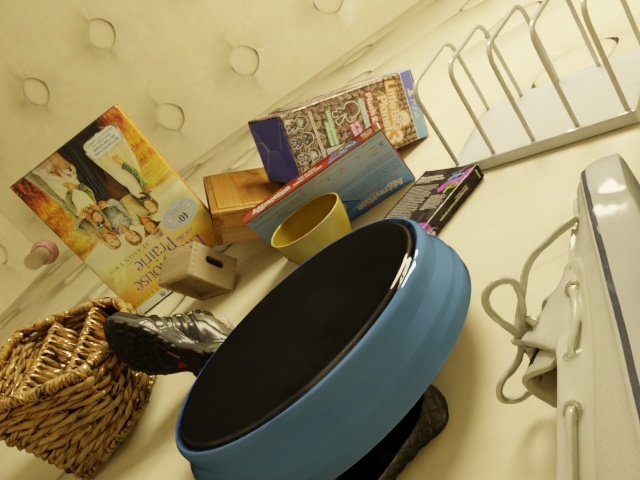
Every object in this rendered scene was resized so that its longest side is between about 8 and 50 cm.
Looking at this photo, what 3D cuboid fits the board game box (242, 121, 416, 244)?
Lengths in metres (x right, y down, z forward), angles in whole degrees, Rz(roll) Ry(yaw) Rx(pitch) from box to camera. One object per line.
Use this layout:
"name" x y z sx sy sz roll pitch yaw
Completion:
"board game box" 0.017 -0.077 0.996 0.281 0.145 0.027 -33 45 13

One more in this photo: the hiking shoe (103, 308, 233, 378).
"hiking shoe" -0.216 0.153 0.874 0.114 0.227 0.086 -66 -8 -68

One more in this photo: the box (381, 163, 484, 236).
"box" 0.163 -0.053 0.868 0.162 0.029 0.116 -48 24 -21

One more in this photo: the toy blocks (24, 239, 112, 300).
"toy blocks" -0.557 0.030 1.516 0.309 0.288 0.260 -41 16 -2

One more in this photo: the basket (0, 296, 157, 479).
"basket" -0.406 0.199 0.946 0.213 0.223 0.299 -52 19 8

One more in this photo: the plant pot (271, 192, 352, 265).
"plant pot" 0.000 0.000 0.928 0.134 0.095 0.134 -32 22 14

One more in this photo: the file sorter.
"file sorter" 0.306 -0.249 0.837 0.278 0.173 0.192 -16 30 46

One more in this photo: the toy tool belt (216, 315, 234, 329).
"toy tool belt" -0.187 0.166 0.954 0.083 0.052 0.051 -33 13 15

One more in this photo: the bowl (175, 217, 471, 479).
"bowl" -0.012 0.119 0.659 0.391 0.077 0.391 -39 13 11

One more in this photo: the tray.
"tray" -0.152 -0.096 1.277 0.203 0.076 0.411 -10 17 -11

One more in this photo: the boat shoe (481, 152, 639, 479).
"boat shoe" 0.197 0.083 0.421 0.157 0.136 0.366 -27 33 35

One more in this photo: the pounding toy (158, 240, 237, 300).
"pounding toy" -0.246 0.060 1.173 0.130 0.141 0.100 -20 56 40

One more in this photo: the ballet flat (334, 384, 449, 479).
"ballet flat" 0.048 0.197 0.510 0.173 0.049 0.057 -44 23 -15

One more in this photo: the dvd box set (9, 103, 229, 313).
"dvd box set" -0.458 -0.063 1.343 0.308 0.420 0.062 -38 19 -1

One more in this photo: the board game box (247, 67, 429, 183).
"board game box" 0.030 -0.234 1.178 0.291 0.141 0.232 -24 17 -18
